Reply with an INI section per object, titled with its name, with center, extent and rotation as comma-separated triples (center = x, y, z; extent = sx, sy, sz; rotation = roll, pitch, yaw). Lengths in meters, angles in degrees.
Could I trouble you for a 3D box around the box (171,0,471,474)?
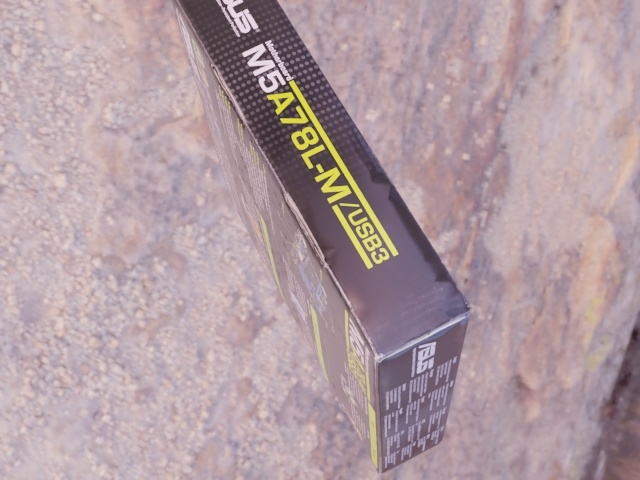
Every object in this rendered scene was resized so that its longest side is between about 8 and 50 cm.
[box]
center = 0.000, 0.000, 0.449
extent = 0.045, 0.184, 0.191
rotation = -28, 155, -10
